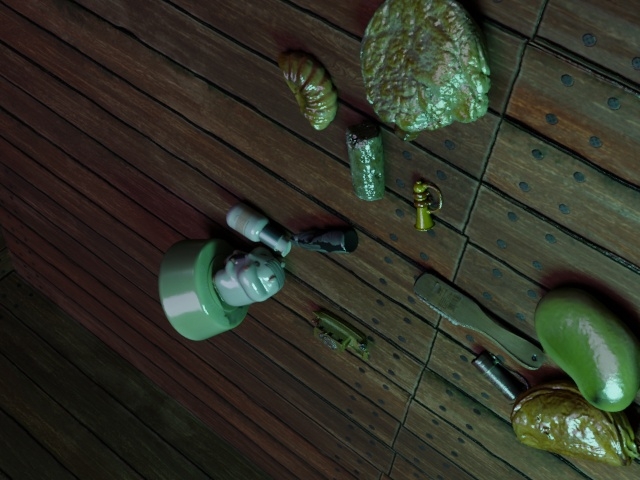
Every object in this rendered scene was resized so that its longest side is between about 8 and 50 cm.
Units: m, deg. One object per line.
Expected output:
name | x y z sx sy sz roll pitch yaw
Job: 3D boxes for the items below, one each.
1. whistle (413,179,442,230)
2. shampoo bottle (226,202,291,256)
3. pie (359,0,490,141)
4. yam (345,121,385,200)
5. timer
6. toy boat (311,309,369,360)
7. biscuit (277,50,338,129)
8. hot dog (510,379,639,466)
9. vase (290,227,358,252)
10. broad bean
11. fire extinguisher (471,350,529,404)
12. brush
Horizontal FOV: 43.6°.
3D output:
whistle | 0.220 -0.073 1.668 0.057 0.046 0.109 33 141 45
shampoo bottle | -0.158 -0.029 2.101 0.192 0.074 0.074 31 143 20
pie | 0.178 -0.313 1.413 0.274 0.105 0.257 -10 108 51
yam | 0.097 -0.163 1.680 0.078 0.078 0.179 25 142 30
timer | -0.242 0.111 2.211 0.315 0.291 0.291 -14 116 29
toy boat | 0.051 0.260 2.163 0.200 0.077 0.057 31 143 22
biscuit | -0.026 -0.314 1.674 0.118 0.061 0.183 -4 121 48
hot dog | 0.553 0.397 1.714 0.272 0.122 0.196 -4 124 45
vase | 0.000 0.000 1.966 0.211 0.060 0.060 1 125 46
broad bean | 0.524 0.209 1.551 0.263 0.121 0.189 47 143 3
fire extinguisher | 0.424 0.321 1.848 0.157 0.045 0.078 45 125 4
brush | 0.348 0.184 1.778 0.327 0.070 0.065 34 163 16
